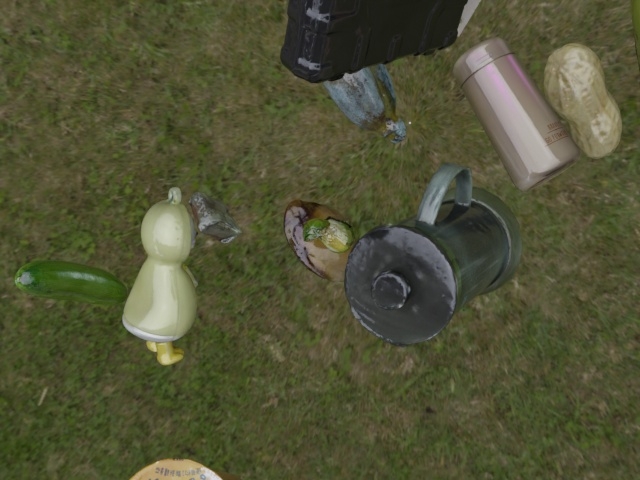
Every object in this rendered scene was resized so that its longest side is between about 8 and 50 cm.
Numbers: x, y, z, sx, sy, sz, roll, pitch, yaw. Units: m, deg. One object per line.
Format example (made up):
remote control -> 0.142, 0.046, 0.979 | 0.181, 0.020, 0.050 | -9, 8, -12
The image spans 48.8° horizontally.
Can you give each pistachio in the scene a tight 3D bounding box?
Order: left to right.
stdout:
pistachio -> 0.000, 0.000, 1.453 | 0.130, 0.165, 0.210 | -22, 124, 37

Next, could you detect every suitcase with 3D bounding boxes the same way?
suitcase -> 0.081, -0.301, 0.808 | 0.066, 0.285, 0.206 | 37, 133, 28

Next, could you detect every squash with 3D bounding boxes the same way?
squash -> -0.514, 0.088, 1.469 | 0.082, 0.292, 0.082 | -5, 78, 26

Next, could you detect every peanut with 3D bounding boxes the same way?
peanut -> 0.529, -0.272, 1.422 | 0.123, 0.123, 0.257 | -27, 114, 11

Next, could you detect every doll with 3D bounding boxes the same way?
doll -> -0.249, 0.057, 1.158 | 0.117, 0.141, 0.296 | 7, 108, -31

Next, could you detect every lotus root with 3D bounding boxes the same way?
lotus root -> 0.098, -0.372, 1.731 | 0.140, 0.158, 0.322 | -11, 119, 43

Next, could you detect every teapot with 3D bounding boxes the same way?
teapot -> 0.187, 0.011, 1.130 | 0.200, 0.337, 0.270 | 20, 112, 26

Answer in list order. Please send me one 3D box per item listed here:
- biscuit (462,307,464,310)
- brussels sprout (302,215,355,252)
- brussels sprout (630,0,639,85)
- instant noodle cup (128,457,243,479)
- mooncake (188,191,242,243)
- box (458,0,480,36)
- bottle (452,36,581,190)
biscuit -> 0.276, 0.121, 1.510 | 0.089, 0.016, 0.046 | 9, 112, 45
brussels sprout -> 0.009, -0.012, 0.982 | 0.083, 0.051, 0.046 | 20, 114, -42
brussels sprout -> 0.429, -0.180, 0.578 | 0.371, 0.276, 0.315 | 3, 101, -33
instant noodle cup -> -0.192, 0.445, 1.087 | 0.216, 0.172, 0.216 | -4, 74, 14
mooncake -> -0.278, -0.059, 1.809 | 0.073, 0.130, 0.125 | -40, 56, 11
box -> 0.277, -0.624, 1.640 | 0.260, 0.062, 0.175 | 33, 88, -39
bottle -> 0.125, -0.083, 0.455 | 0.045, 0.045, 0.096 | -30, 82, 11
